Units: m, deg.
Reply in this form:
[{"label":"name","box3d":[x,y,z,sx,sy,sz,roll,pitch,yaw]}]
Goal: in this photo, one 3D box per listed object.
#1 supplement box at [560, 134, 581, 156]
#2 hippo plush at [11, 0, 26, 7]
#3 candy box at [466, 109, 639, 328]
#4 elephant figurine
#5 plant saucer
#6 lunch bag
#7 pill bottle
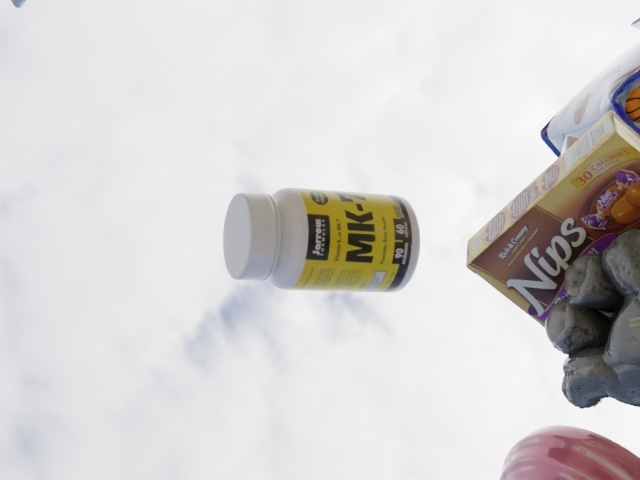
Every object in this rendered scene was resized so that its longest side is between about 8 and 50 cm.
[{"label":"supplement box","box3d":[0.370,-0.026,1.139,0.220,0.114,0.111,13,-139,5]},{"label":"hippo plush","box3d":[-0.144,-0.374,0.886,0.236,0.234,0.294,-10,-84,-31]},{"label":"candy box","box3d":[0.233,-0.014,0.916,0.109,0.187,0.053,37,-151,-13]},{"label":"elephant figurine","box3d":[0.335,0.090,0.890,0.239,0.169,0.186,18,-135,-26]},{"label":"plant saucer","box3d":[0.294,0.355,1.052,0.084,0.332,0.332,-27,-118,-25]},{"label":"lunch bag","box3d":[0.561,-0.240,1.518,0.385,0.328,0.239,-40,-87,-4]},{"label":"pill bottle","box3d":[0.000,0.000,1.178,0.208,0.119,0.119,2,-124,-25]}]
